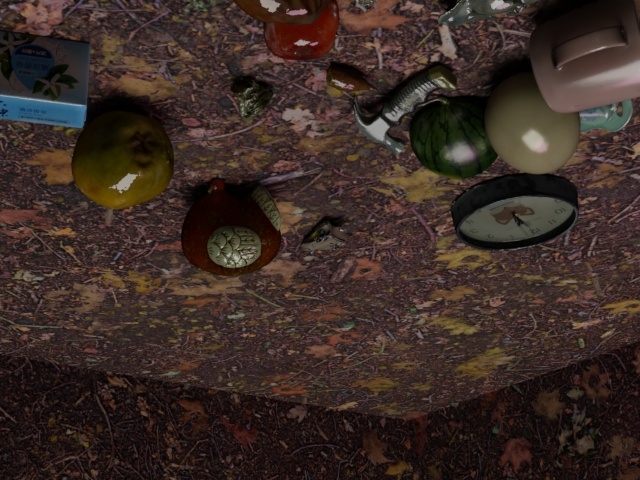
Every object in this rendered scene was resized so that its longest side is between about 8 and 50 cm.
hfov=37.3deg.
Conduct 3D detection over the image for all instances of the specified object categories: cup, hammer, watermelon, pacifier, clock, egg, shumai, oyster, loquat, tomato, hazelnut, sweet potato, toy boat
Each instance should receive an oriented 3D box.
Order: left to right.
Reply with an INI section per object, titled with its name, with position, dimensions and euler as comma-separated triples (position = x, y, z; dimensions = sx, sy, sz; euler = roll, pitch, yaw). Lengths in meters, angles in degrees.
[loquat]
position = -0.417, -0.160, 1.958
dimensions = 0.213, 0.213, 0.246
euler = 15, 158, -33
[shumai]
position = -0.146, -0.290, 1.894
dimensions = 0.083, 0.082, 0.080
euler = -43, 104, 12
[hazelnut]
position = -0.071, -0.428, 1.445
dimensions = 0.186, 0.210, 0.210
euler = 27, 179, 41
[tomato]
position = -0.033, -0.367, 1.697
dimensions = 0.139, 0.091, 0.159
euler = 4, 156, -12
[toy boat]
position = 0.000, 0.000, 2.514
dimensions = 0.084, 0.066, 0.210
euler = 24, 156, -24
[sweet potato]
position = 0.063, -0.311, 1.872
dimensions = 0.117, 0.049, 0.049
euler = 13, 150, -24
[hammer]
position = 0.172, -0.279, 1.930
dimensions = 0.158, 0.041, 0.226
euler = 35, 130, -26
[watermelon]
position = 0.293, -0.207, 2.037
dimensions = 0.204, 0.127, 0.232
euler = -4, 149, 11
[oyster]
position = 0.312, -0.431, 1.608
dimensions = 0.199, 0.087, 0.252
euler = -8, 163, -13
[clock]
position = 0.498, -0.067, 2.425
dimensions = 0.325, 0.067, 0.325
euler = -3, 154, -1
[egg]
position = 0.431, -0.235, 1.918
dimensions = 0.186, 0.186, 0.241
euler = -17, 144, 25
[cup]
position = 0.484, -0.332, 1.691
dimensions = 0.200, 0.192, 0.253
euler = -15, 179, 29
[pacifier]
position = 0.579, -0.288, 1.961
dimensions = 0.150, 0.127, 0.116
euler = -4, -163, 42

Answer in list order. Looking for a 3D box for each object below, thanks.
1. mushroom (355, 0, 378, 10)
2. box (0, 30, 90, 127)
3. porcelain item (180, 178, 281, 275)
[mushroom]
position = 0.145, -0.453, 1.554
dimensions = 0.223, 0.081, 0.092
euler = -23, 167, 39
[box]
position = -0.539, -0.295, 1.718
dimensions = 0.232, 0.143, 0.083
euler = 6, 153, -18
[porcelain item]
position = -0.216, -0.040, 2.272
dimensions = 0.252, 0.253, 0.253
euler = -3, 155, -1
